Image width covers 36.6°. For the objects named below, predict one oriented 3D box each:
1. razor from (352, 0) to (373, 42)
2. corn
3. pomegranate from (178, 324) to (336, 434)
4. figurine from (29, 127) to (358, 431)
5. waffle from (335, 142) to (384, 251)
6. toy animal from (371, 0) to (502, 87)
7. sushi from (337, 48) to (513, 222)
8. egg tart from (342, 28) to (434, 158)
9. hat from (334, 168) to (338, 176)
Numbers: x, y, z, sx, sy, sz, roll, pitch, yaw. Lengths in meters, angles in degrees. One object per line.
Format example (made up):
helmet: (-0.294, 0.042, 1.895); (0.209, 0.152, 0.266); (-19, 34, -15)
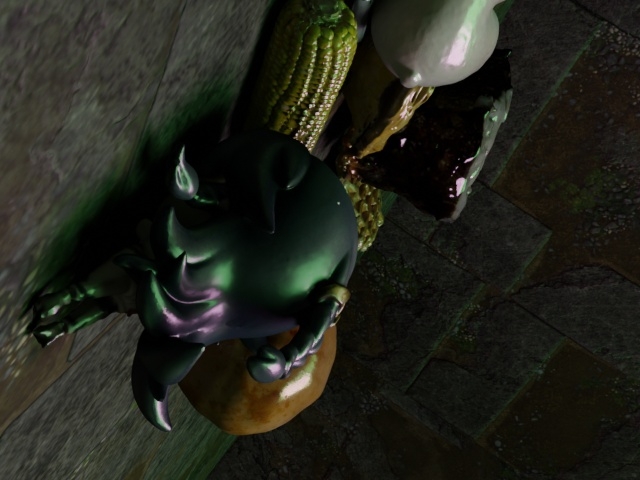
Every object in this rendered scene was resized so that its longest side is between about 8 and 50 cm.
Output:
razor: (0.038, -0.229, 0.947); (0.084, 0.036, 0.211); (-54, 173, -3)
corn: (-0.023, -0.127, 0.831); (0.072, 0.072, 0.203); (-52, 173, -38)
pomegranate: (-0.078, 0.138, 1.179); (0.207, 0.207, 0.207); (-55, 174, -9)
figurine: (-0.081, 0.023, 0.763); (0.175, 0.197, 0.265); (-22, -150, 54)
waffle: (0.062, -0.077, 1.501); (0.169, 0.036, 0.184); (-50, 133, -62)
toy animal: (0.142, -0.282, 0.915); (0.138, 0.140, 0.283); (-48, 163, -54)
sushi: (0.160, -0.188, 1.402); (0.348, 0.207, 0.234); (-58, 166, -65)
egg tart: (0.095, -0.208, 1.138); (0.241, 0.106, 0.241); (-54, -176, 6)
hat: (0.000, 0.000, 1.533); (0.286, 0.107, 0.237); (-43, 138, -67)
